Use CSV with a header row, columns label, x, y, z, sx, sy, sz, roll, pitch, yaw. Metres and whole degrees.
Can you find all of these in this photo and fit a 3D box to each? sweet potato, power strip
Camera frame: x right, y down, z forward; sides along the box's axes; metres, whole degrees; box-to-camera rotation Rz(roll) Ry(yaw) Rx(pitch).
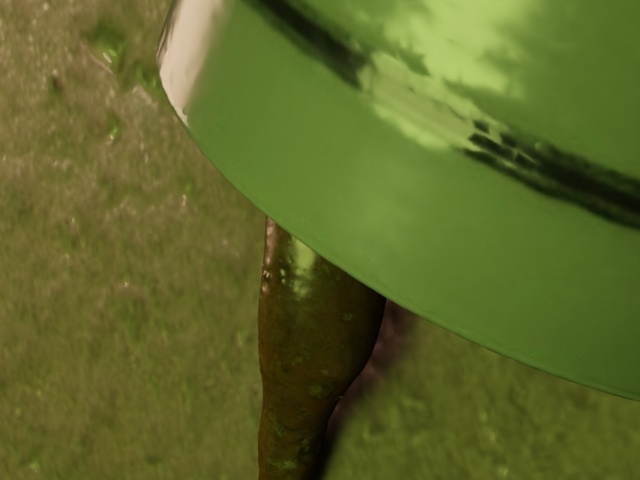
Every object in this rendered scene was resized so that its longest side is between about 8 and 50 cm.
label,x,y,z,sx,sy,sz,roll,pitch,yaw
sweet potato,0.002,0.005,1.017,0.108,0.079,0.346,-138,50,-70
power strip,0.115,-0.091,0.701,0.357,0.357,0.161,42,122,36
